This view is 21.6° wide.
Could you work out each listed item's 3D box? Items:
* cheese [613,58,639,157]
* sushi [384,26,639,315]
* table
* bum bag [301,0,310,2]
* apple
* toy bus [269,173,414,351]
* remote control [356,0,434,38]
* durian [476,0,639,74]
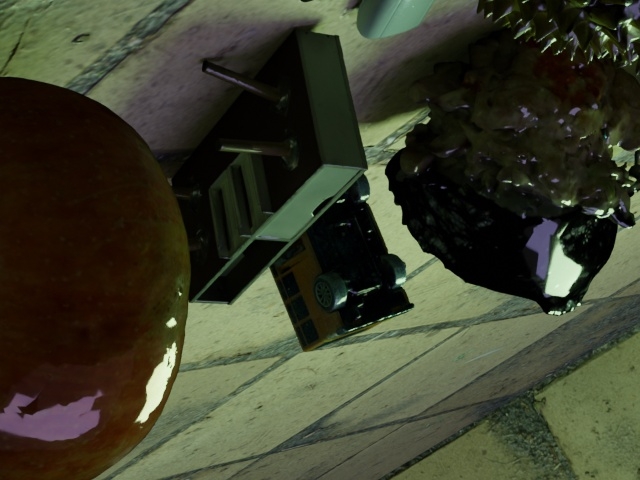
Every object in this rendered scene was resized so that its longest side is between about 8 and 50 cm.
[{"bbox_3d":[0.303,-0.153,1.684,0.159,0.093,0.263,-7,157,-43],"label":"cheese"},{"bbox_3d":[0.193,-0.079,1.513,0.238,0.225,0.219,-41,164,-50],"label":"sushi"},{"bbox_3d":[-0.076,-0.055,1.335,0.111,0.122,0.240,4,150,-30],"label":"table"},{"bbox_3d":[0.072,-0.224,1.087,0.248,0.069,0.102,-20,126,-22],"label":"bum bag"},{"bbox_3d":[-0.238,0.037,1.062,0.250,0.277,0.309,3,141,-37],"label":"apple"},{"bbox_3d":[0.000,0.000,1.524,0.091,0.182,0.103,-17,171,-34],"label":"toy bus"},{"bbox_3d":[0.075,-0.202,1.245,0.061,0.029,0.162,-22,164,-23],"label":"remote control"},{"bbox_3d":[0.209,-0.228,0.993,0.291,0.225,0.291,4,146,3],"label":"durian"}]
